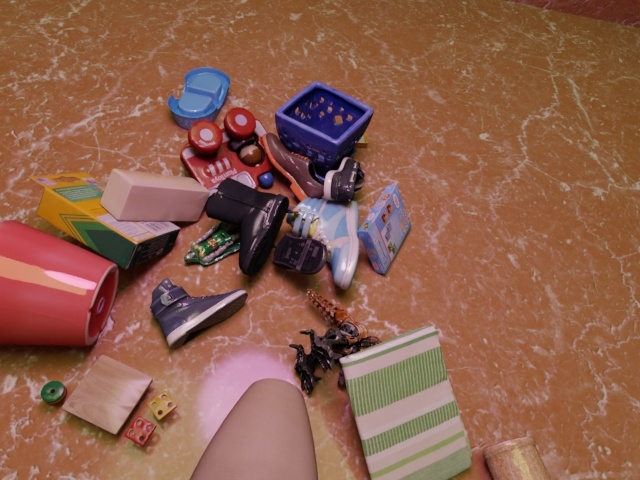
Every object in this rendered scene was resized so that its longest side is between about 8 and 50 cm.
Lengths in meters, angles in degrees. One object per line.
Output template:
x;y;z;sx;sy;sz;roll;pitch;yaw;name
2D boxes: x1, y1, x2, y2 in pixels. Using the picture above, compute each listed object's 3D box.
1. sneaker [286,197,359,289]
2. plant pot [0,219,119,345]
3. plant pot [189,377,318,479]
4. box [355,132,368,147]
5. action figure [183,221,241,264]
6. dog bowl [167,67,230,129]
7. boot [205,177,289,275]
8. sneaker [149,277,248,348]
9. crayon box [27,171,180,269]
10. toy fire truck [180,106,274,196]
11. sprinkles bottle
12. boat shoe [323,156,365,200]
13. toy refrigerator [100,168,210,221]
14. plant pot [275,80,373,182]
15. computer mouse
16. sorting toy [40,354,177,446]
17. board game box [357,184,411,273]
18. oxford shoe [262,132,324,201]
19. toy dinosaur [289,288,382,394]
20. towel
0.000;0.000;1.300;0.208;0.127;0.319;9;42;-5;sneaker
-0.612;0.116;1.039;0.243;0.275;0.275;16;51;-10;plant pot
-0.113;0.419;0.902;0.256;0.257;0.274;11;36;-1;plant pot
0.098;-0.372;1.660;0.136;0.028;0.081;0;53;-7;box
-0.279;-0.001;1.295;0.232;0.063;0.137;-35;68;-26;action figure
-0.426;-0.503;1.644;0.165;0.074;0.297;14;53;2;dog bowl
-0.221;-0.042;1.243;0.207;0.094;0.247;16;72;18;boot
-0.312;0.143;1.159;0.226;0.086;0.163;-29;65;-26;sneaker
-0.558;-0.060;1.193;0.323;0.083;0.203;31;17;6;crayon box
-0.275;-0.250;1.441;0.302;0.169;0.254;-32;90;-30;toy fire truck
0.448;0.589;0.920;0.121;0.121;0.355;-5;54;-13;sprinkles bottle
0.091;-0.182;1.409;0.091;0.114;0.302;10;27;14;boat shoe
-0.436;-0.118;1.237;0.094;0.102;0.269;36;18;24;toy refrigerator
0.004;-0.340;1.502;0.236;0.212;0.236;31;53;14;plant pot
-0.065;0.000;1.252;0.262;0.060;0.184;8;73;37;computer mouse
-0.450;0.343;1.007;0.274;0.046;0.132;21;52;8;sorting toy
0.192;-0.035;1.339;0.039;0.160;0.211;3;43;38;board game box
-0.076;-0.238;1.433;0.271;0.098;0.097;53;22;2;oxford shoe
0.052;0.263;1.120;0.218;0.164;0.322;-14;37;-36;toy dinosaur
0.190;0.375;1.003;0.247;0.038;0.325;-15;88;-19;towel
